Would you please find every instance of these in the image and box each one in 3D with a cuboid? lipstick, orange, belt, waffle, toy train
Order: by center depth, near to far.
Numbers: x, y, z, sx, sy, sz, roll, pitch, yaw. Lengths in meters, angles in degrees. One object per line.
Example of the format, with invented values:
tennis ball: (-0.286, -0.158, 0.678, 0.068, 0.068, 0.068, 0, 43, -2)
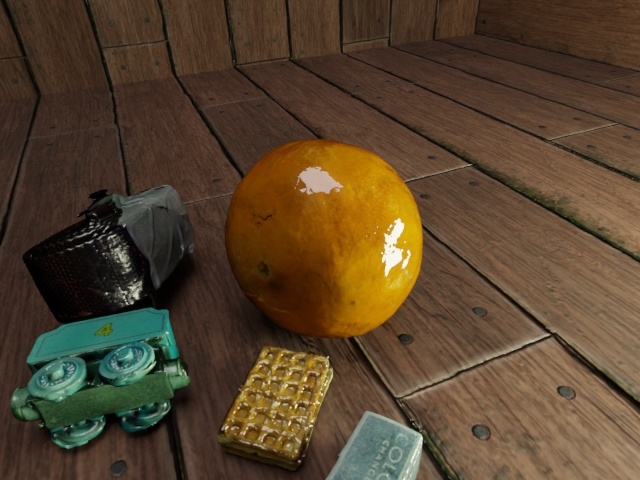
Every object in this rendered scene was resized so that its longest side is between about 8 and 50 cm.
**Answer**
lipstick: (0.010, 0.284, 0.405, 0.078, 0.076, 0.290, 15, 38, 27)
waffle: (-0.050, 0.199, 0.566, 0.103, 0.042, 0.148, 9, 36, 14)
toy train: (-0.268, 0.165, 0.585, 0.198, 0.107, 0.154, -11, 27, -11)
orange: (0.000, 0.000, 0.643, 0.284, 0.283, 0.226, 20, 34, 30)
belt: (-0.326, -0.002, 0.745, 0.184, 0.164, 0.289, -13, 21, 17)
